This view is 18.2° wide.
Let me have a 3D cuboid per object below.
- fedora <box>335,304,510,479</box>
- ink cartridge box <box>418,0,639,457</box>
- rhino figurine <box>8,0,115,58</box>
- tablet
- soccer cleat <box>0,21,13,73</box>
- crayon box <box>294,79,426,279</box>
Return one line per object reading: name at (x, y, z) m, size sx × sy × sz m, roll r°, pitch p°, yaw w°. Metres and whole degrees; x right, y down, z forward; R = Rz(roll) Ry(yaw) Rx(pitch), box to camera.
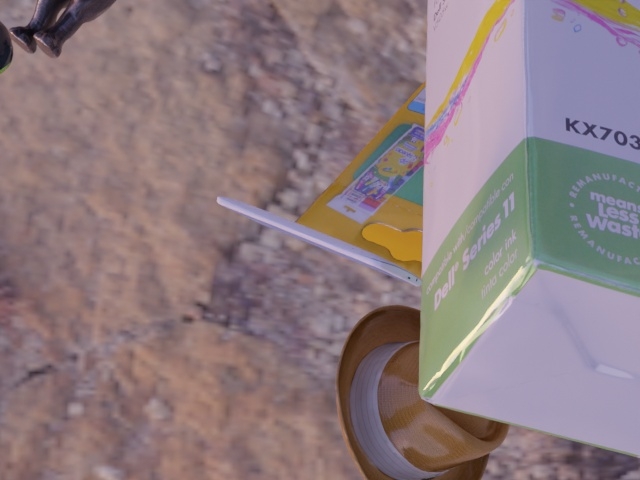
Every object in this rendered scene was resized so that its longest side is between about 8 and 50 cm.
fedora at (0.097, 0.135, 1.638) m, size 0.079 × 0.194 × 0.194 m, roll -18°, pitch 77°, yaw 41°
ink cartridge box at (0.165, -0.071, 0.972) m, size 0.119 × 0.207 × 0.353 m, roll 122°, pitch 158°, yaw -47°
rhino figurine at (-0.204, -0.230, 1.478) m, size 0.073 × 0.243 × 0.106 m, roll 35°, pitch 74°, yaw 20°
tablet at (0.000, 0.000, 0.858) m, size 0.083 × 0.054 × 0.006 m, roll 22°, pitch 88°, yaw 25°
soccer cleat at (-0.207, -0.114, 0.846) m, size 0.179 × 0.060 × 0.072 m, roll 24°, pitch 134°, yaw 23°
crayon box at (0.156, -0.061, 1.523) m, size 0.203 × 0.083 × 0.323 m, roll 22°, pitch 58°, yaw 37°
